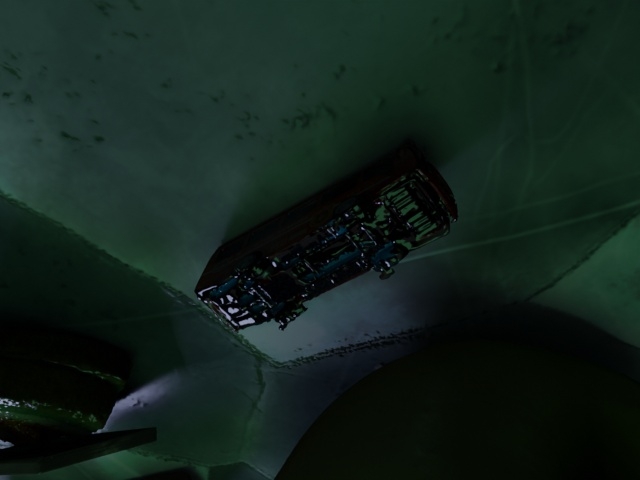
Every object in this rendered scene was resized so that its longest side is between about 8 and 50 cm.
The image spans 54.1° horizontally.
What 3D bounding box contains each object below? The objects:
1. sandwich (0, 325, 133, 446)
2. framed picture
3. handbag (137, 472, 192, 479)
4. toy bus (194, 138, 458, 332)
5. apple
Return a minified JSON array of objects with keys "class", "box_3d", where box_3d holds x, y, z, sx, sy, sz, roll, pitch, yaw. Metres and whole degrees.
[{"class":"sandwich","box_3d":[-0.310,0.173,0.670,0.185,0.109,0.160,16,129,-14]},{"class":"framed picture","box_3d":[-0.303,0.231,0.682,0.203,0.150,0.015,-14,79,30]},{"class":"handbag","box_3d":[-0.241,0.381,0.787,0.193,0.151,0.072,-17,121,14]},{"class":"toy bus","box_3d":[0.000,0.000,0.531,0.235,0.096,0.073,-28,118,22]},{"class":"apple","box_3d":[0.143,0.322,0.538,0.473,0.473,0.473,2,126,3]}]
